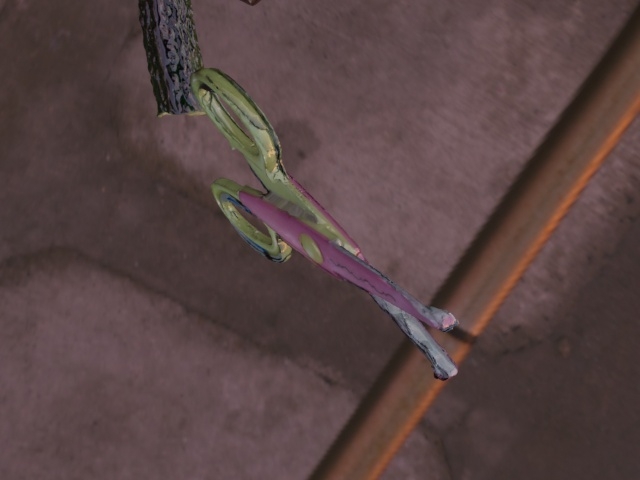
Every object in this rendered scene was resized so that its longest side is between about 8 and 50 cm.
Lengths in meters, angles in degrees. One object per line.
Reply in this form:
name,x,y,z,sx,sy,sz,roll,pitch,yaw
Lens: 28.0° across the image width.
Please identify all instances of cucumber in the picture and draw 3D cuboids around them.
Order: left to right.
cucumber,-0.141,-0.206,1.196,0.058,0.058,0.187,-9,89,-4

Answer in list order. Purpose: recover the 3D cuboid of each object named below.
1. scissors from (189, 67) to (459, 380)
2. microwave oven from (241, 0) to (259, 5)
scissors,0.000,0.000,0.646,0.020,0.187,0.133,-38,150,-20
microwave oven,-0.063,-0.311,0.805,0.188,0.178,0.247,29,139,20
